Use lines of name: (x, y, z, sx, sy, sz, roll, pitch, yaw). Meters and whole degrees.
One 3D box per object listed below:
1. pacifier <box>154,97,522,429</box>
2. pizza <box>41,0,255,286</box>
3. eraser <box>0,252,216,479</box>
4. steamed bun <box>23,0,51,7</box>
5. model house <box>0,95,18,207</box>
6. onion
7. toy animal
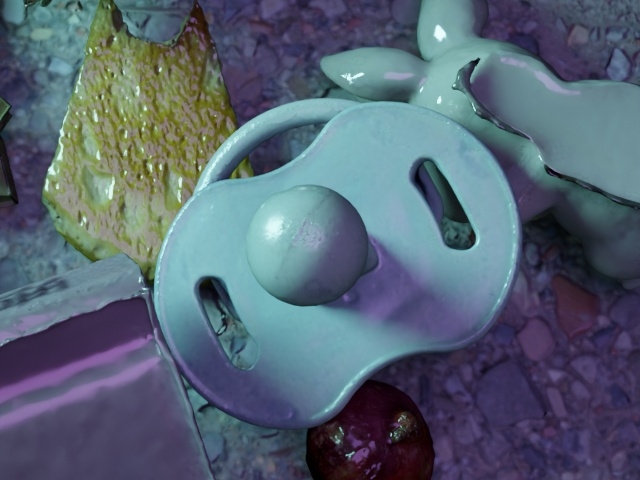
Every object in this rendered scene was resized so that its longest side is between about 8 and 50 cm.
pacifier: (0.000, 0.000, 0.997, 0.287, 0.226, 0.238, -25, 82, 3)
pizza: (-0.142, -0.085, 1.127, 0.181, 0.034, 0.262, -9, 79, -11)
eraser: (-0.254, 0.196, 0.950, 0.359, 0.122, 0.272, -21, 102, -14)
steamed bun: (-0.198, -0.328, 1.077, 0.232, 0.166, 0.273, -4, 67, -53)
model house: (-0.264, -0.072, 1.094, 0.058, 0.057, 0.083, 1, 67, -50)
onion: (0.042, 0.157, 1.060, 0.107, 0.097, 0.107, 18, 59, -33)
toy animal: (0.170, -0.093, 1.121, 0.208, 0.154, 0.325, -40, 79, -23)
